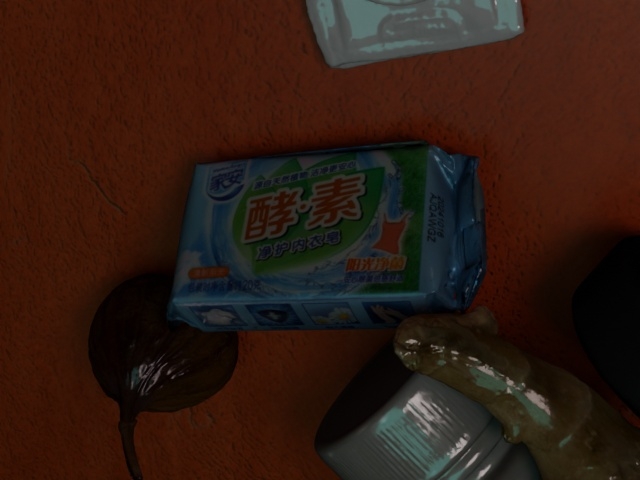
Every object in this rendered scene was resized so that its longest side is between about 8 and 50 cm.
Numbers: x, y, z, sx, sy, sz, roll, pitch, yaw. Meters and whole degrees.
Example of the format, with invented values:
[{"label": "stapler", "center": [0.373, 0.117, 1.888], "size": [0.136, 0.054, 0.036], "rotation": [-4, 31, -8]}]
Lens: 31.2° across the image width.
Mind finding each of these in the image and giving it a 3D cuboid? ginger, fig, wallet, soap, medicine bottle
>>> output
[{"label": "ginger", "center": [0.176, 0.157, 0.888], "size": [0.294, 0.086, 0.131], "rotation": [37, 76, 3]}, {"label": "fig", "center": [-0.170, 0.127, 1.078], "size": [0.146, 0.201, 0.134], "rotation": [-6, 121, 25]}, {"label": "wallet", "center": [0.072, -0.210, 0.947], "size": [0.182, 0.032, 0.124], "rotation": [-6, 114, 18]}, {"label": "soap", "center": [0.000, 0.000, 0.997], "size": [0.293, 0.156, 0.077], "rotation": [-4, 151, 17]}, {"label": "medicine bottle", "center": [0.173, 0.235, 1.017], "size": [0.339, 0.208, 0.208], "rotation": [45, 118, -7]}]

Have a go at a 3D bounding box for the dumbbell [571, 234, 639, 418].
[{"label": "dumbbell", "center": [0.362, 0.002, 0.861], "size": [0.203, 0.204, 0.322], "rotation": [36, 118, -2]}]
